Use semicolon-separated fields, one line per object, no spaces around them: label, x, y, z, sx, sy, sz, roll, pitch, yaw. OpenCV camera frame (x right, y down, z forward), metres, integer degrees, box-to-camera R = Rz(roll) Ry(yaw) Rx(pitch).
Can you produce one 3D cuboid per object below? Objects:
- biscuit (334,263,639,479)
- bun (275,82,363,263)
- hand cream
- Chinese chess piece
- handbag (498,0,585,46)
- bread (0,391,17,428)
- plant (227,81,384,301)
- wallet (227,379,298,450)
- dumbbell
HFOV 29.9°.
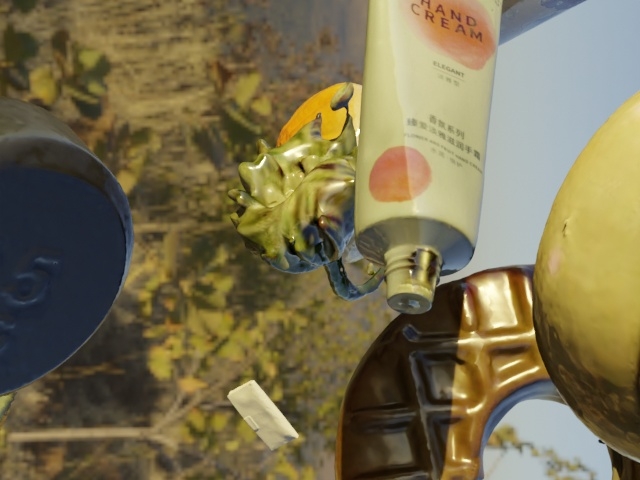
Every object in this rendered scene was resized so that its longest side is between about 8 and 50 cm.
biscuit;0.191;0.149;1.013;0.115;0.366;0.268;93;-6;-71
bun;0.002;-0.108;1.946;0.299;0.165;0.299;-173;-90;-72
hand cream;0.078;-0.102;0.851;0.078;0.124;0.341;-42;-147;53
Chinese chess piece;0.237;0.016;0.700;0.097;0.251;0.251;32;-46;49
handbag;0.153;-0.224;1.076;0.117;0.173;0.095;5;64;-58
bread;-0.401;0.154;1.038;0.124;0.257;0.186;28;-17;49
plant;0.032;0.002;1.546;0.333;0.180;0.251;55;43;-33
wallet;-0.063;0.192;1.309;0.083;0.044;0.011;52;33;-11
dumbbell;-0.288;-0.053;0.838;0.322;0.204;0.204;42;-29;39
